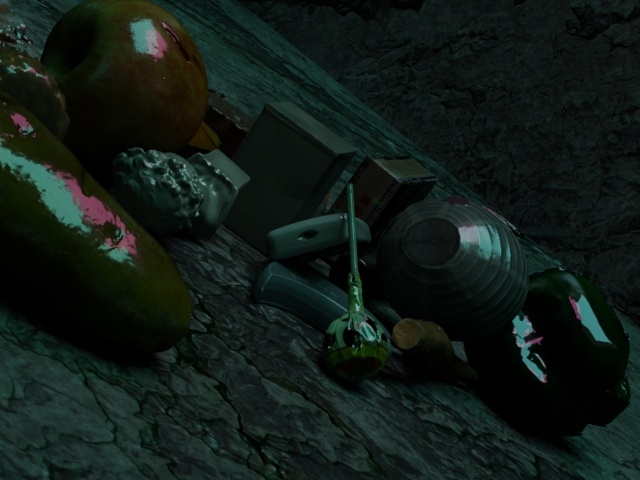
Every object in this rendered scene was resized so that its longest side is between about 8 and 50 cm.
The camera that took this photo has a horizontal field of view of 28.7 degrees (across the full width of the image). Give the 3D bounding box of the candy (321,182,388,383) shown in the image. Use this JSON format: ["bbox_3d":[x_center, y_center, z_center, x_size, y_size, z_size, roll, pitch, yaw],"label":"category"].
[{"bbox_3d":[0.041,0.053,1.773,0.091,0.083,0.305,6,63,-19],"label":"candy"}]

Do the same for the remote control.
[{"bbox_3d":[0.000,0.000,1.978,0.296,0.140,0.056,18,59,-82],"label":"remote control"}]

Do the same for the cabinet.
[{"bbox_3d":[-0.068,-0.105,2.067,0.150,0.206,0.145,36,14,8],"label":"cabinet"}]

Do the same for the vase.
[{"bbox_3d":[0.092,0.052,2.148,0.115,0.115,0.237,38,16,15],"label":"vase"}]

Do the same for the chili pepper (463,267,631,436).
[{"bbox_3d":[0.391,0.192,2.092,0.233,0.249,0.256,44,13,-46],"label":"chili pepper"}]

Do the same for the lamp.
[{"bbox_3d":[0.209,0.048,2.011,0.265,0.233,0.233,17,4,27],"label":"lamp"}]

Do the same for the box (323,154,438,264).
[{"bbox_3d":[0.101,-0.057,2.321,0.084,0.198,0.310,39,13,11],"label":"box"}]

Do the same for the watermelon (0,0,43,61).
[{"bbox_3d":[-0.533,-0.323,2.017,0.241,0.094,0.154,43,23,21],"label":"watermelon"}]

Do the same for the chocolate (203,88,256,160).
[{"bbox_3d":[-0.188,-0.214,2.400,0.148,0.093,0.214,32,13,-5],"label":"chocolate"}]

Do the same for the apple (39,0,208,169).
[{"bbox_3d":[-0.292,-0.226,1.860,0.264,0.264,0.264,32,14,-9],"label":"apple"}]

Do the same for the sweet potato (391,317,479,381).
[{"bbox_3d":[0.179,0.173,1.935,0.281,0.067,0.059,43,31,-63],"label":"sweet potato"}]

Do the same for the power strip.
[{"bbox_3d":[0.017,0.112,1.853,0.253,0.054,0.167,32,15,-7],"label":"power strip"}]

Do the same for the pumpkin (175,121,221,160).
[{"bbox_3d":[-0.283,-0.214,2.159,0.248,0.126,0.131,49,-1,-25],"label":"pumpkin"}]

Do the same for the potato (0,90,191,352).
[{"bbox_3d":[-0.293,-0.011,1.377,0.369,0.176,0.195,42,-26,-1],"label":"potato"}]

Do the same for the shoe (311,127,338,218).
[{"bbox_3d":[-0.016,-0.124,2.330,0.132,0.171,0.336,33,13,-8],"label":"shoe"}]

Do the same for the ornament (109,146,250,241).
[{"bbox_3d":[-0.197,-0.065,1.821,0.130,0.120,0.285,43,14,18],"label":"ornament"}]

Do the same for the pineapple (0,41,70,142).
[{"bbox_3d":[-0.443,-0.200,1.676,0.169,0.169,0.340,26,8,-32],"label":"pineapple"}]
